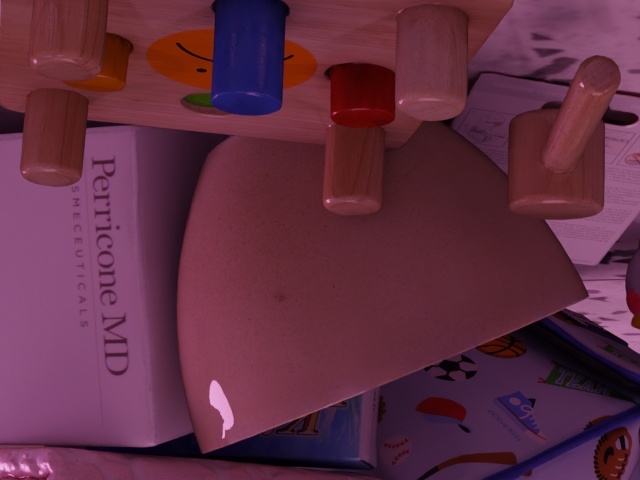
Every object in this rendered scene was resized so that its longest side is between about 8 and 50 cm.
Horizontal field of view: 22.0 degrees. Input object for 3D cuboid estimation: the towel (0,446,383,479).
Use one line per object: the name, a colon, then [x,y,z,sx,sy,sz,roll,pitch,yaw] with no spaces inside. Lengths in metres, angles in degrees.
towel: [-0.159,0.200,1.309,0.332,0.053,0.317,11,167,-42]

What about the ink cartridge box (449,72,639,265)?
ink cartridge box: [0.166,-0.065,1.240,0.189,0.066,0.232,7,145,-13]

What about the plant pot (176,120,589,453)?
plant pot: [0.015,0.006,1.132,0.284,0.191,0.284,-23,175,-2]

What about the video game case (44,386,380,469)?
video game case: [-0.083,0.060,1.354,0.269,0.244,0.061,0,166,14]

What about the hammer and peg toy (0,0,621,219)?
hammer and peg toy: [0.006,-0.107,0.907,0.361,0.127,0.266,5,164,-9]

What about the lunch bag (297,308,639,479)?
lunch bag: [0.153,0.168,1.512,0.385,0.239,0.328,-18,-145,-34]

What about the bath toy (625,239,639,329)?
bath toy: [0.354,0.031,1.375,0.151,0.129,0.348,7,166,-15]

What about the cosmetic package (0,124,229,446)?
cosmetic package: [-0.297,0.035,1.274,0.453,0.230,0.161,-3,-177,22]

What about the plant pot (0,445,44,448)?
plant pot: [-0.347,0.278,2.252,0.305,0.334,0.334,-3,170,-27]
